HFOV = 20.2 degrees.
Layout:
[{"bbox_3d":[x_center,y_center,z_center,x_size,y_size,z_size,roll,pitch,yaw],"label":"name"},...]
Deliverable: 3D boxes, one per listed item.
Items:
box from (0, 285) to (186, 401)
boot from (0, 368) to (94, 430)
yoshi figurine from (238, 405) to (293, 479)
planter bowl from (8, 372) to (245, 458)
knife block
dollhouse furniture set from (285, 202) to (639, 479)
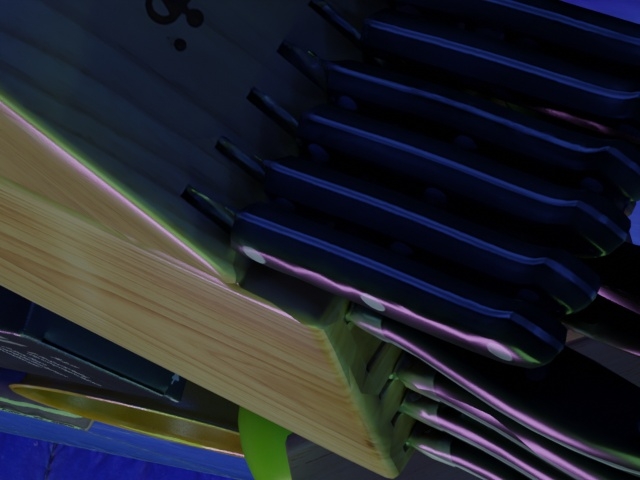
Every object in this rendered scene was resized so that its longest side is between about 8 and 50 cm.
[{"bbox_3d":[-0.158,0.010,0.888,0.158,0.093,0.156,10,168,25],"label":"box"},{"bbox_3d":[-0.334,0.155,1.880,0.209,0.076,0.189,23,-178,-10],"label":"boot"},{"bbox_3d":[0.100,0.104,0.850,0.362,0.203,0.203,6,151,46],"label":"yoshi figurine"},{"bbox_3d":[-0.082,0.079,1.148,0.217,0.090,0.217,14,170,3],"label":"planter bowl"},{"bbox_3d":[0.000,0.000,0.467,0.242,0.088,0.276,40,160,-17],"label":"knife block"},{"bbox_3d":[0.092,0.057,0.547,0.242,0.212,0.161,-20,157,21],"label":"dollhouse furniture set"}]
